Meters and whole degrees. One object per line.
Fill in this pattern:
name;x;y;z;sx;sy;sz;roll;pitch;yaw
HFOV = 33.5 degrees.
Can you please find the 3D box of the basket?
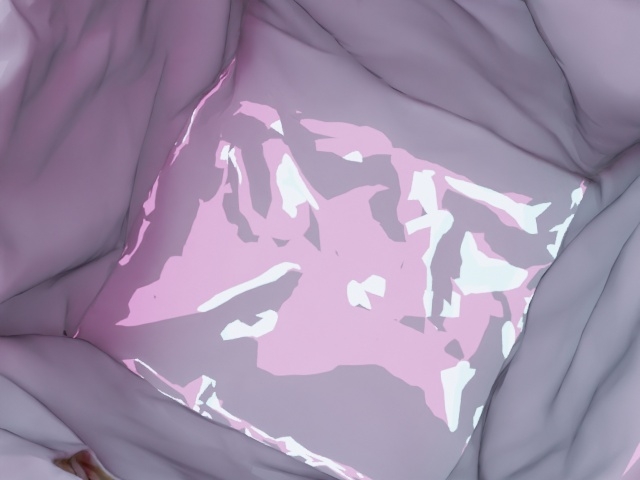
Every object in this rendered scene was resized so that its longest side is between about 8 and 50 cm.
basket;0.000;0.000;0.535;0.328;0.266;0.331;25;86;4
